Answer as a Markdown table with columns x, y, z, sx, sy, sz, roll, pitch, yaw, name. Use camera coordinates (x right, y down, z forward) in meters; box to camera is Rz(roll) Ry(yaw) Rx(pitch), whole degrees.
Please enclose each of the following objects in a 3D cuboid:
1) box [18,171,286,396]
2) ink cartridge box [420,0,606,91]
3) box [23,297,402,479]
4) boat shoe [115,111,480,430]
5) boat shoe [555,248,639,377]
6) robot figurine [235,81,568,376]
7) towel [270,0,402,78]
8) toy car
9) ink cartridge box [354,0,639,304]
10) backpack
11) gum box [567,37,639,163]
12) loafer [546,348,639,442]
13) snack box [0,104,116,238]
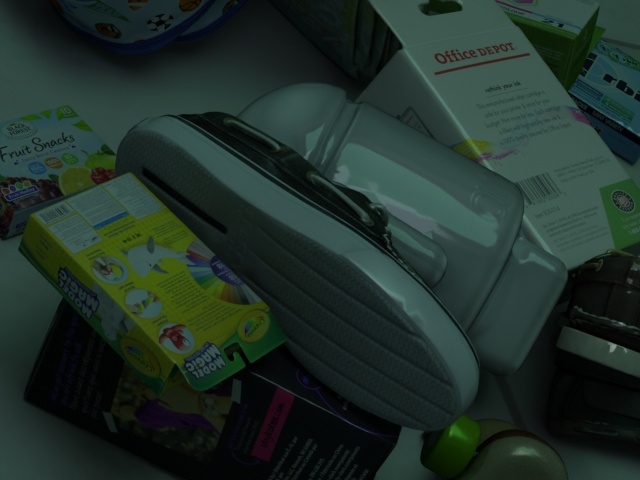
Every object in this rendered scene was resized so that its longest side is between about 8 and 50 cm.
| x | y | z | sx | sy | sz | roll | pitch | yaw | name |
| --- | --- | --- | --- | --- | --- | --- | --- | --- | --- |
| -0.118 | 0.035 | 1.036 | 0.179 | 0.043 | 0.105 | 42 | 42 | 18 | box |
| 0.248 | -0.281 | 1.794 | 0.189 | 0.097 | 0.255 | 20 | 36 | 14 | ink cartridge box |
| -0.069 | 0.092 | 1.150 | 0.270 | 0.143 | 0.165 | 28 | 38 | -2 | box |
| 0.000 | 0.000 | 1.079 | 0.335 | 0.121 | 0.119 | 41 | 44 | 17 | boat shoe |
| 0.283 | 0.061 | 1.355 | 0.117 | 0.096 | 0.324 | 19 | 4 | 13 | boat shoe |
| 0.040 | -0.011 | 1.296 | 0.353 | 0.199 | 0.300 | 28 | -1 | -3 | robot figurine |
| -0.032 | -0.381 | 1.585 | 0.090 | 0.320 | 0.374 | -37 | 69 | -19 | towel |
| 0.134 | 0.208 | 1.204 | 0.155 | 0.149 | 0.188 | 30 | 8 | -7 | toy car |
| 0.172 | -0.100 | 1.510 | 0.207 | 0.119 | 0.353 | -17 | 67 | -45 | ink cartridge box |
| -0.178 | -0.324 | 1.478 | 0.263 | 0.213 | 0.276 | -43 | 52 | -13 | backpack |
| 0.363 | -0.190 | 1.850 | 0.157 | 0.041 | 0.184 | 32 | 38 | 5 | gum box |
| 0.334 | 0.178 | 1.393 | 0.268 | 0.084 | 0.096 | 20 | -3 | -16 | loafer |
| -0.253 | -0.064 | 1.295 | 0.100 | 0.037 | 0.141 | 44 | 39 | 19 | snack box |
